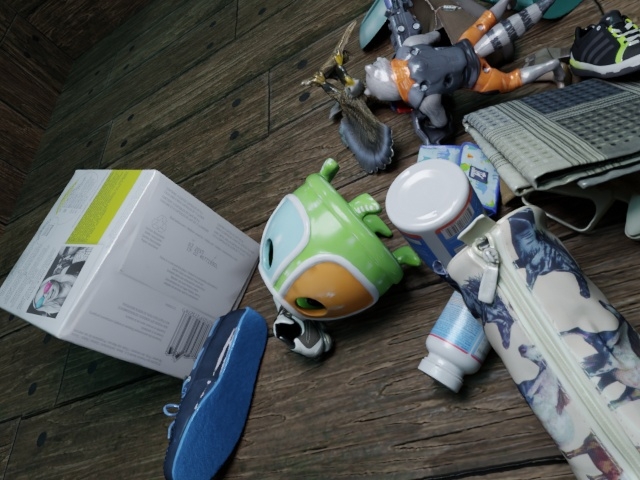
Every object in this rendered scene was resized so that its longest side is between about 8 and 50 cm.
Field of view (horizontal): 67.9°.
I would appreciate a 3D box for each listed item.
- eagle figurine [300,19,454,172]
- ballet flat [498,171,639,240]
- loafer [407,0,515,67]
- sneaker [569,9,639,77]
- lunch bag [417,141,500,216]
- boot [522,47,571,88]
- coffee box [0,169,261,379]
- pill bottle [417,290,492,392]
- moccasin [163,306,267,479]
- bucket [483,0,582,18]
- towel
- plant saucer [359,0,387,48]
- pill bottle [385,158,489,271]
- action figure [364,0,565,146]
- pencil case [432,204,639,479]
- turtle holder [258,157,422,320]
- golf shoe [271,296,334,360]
[{"bbox_3d":[0.108,-0.308,1.062,0.298,0.225,0.226,40,132,13],"label":"eagle figurine"},{"bbox_3d":[0.427,-0.068,0.705,0.343,0.116,0.124,14,90,41],"label":"ballet flat"},{"bbox_3d":[0.272,-0.483,1.064,0.130,0.134,0.365,-37,46,10],"label":"loafer"},{"bbox_3d":[0.474,-0.322,0.773,0.084,0.097,0.234,-14,19,0],"label":"sneaker"},{"bbox_3d":[0.248,-0.104,0.863,0.151,0.096,0.128,6,62,23],"label":"lunch bag"},{"bbox_3d":[0.431,-0.320,0.912,0.087,0.042,0.118,-3,58,42],"label":"boot"},{"bbox_3d":[-0.401,0.073,1.034,0.335,0.338,0.338,6,66,39],"label":"coffee box"},{"bbox_3d":[0.216,0.142,0.719,0.087,0.087,0.160,25,78,43],"label":"pill bottle"},{"bbox_3d":[-0.202,0.292,0.911,0.117,0.137,0.341,-10,42,36],"label":"moccasin"},{"bbox_3d":[0.431,-0.588,0.935,0.281,0.281,0.183,-45,52,2],"label":"bucket"},{"bbox_3d":[0.406,-0.170,0.710,0.313,0.056,0.324,-14,28,8],"label":"towel"},{"bbox_3d":[0.149,-0.589,1.226,0.195,0.038,0.195,-52,17,22],"label":"plant saucer"},{"bbox_3d":[0.200,-0.016,0.742,0.124,0.221,0.124,-18,52,25],"label":"pill bottle"},{"bbox_3d":[0.227,-0.361,0.869,0.331,0.178,0.341,-23,86,1],"label":"action figure"},{"bbox_3d":[0.297,0.152,0.536,0.160,0.184,0.410,-48,55,33],"label":"pencil case"},{"bbox_3d":[-0.004,-0.003,0.858,0.227,0.243,0.320,-42,60,4],"label":"turtle holder"},{"bbox_3d":[-0.055,0.142,0.903,0.198,0.094,0.077,46,112,46],"label":"golf shoe"}]
